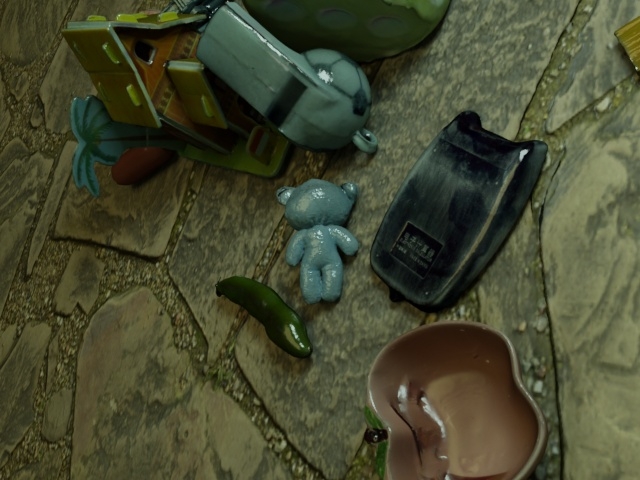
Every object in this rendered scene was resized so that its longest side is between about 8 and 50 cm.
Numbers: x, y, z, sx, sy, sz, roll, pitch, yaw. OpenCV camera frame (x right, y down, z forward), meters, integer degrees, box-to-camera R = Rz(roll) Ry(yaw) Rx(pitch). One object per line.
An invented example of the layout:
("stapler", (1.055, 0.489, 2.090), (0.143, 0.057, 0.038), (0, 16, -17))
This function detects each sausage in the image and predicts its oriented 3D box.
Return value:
("sausage", (-0.353, -0.160, 1.381), (0.154, 0.062, 0.062), (-27, 55, 30))

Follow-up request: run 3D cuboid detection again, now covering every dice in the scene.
("dice", (0.038, -0.422, 1.021), (0.250, 0.252, 0.254), (1, 74, 42))

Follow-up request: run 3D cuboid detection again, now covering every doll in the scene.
("doll", (0.000, 0.000, 1.005), (0.120, 0.075, 0.179), (-4, 87, 1))

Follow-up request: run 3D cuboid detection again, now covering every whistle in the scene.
("whistle", (-0.026, -0.228, 1.028), (0.290, 0.163, 0.163), (43, 104, 5))

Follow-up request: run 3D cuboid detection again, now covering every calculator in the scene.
("calculator", (0.162, -0.034, 0.892), (0.177, 0.040, 0.268), (38, 102, 46))

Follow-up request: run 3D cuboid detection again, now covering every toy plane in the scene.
("toy plane", (-0.213, -0.503, 1.382), (0.326, 0.104, 0.223), (-40, 76, 17))

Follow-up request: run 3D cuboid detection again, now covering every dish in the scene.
("dish", (0.151, 0.195, 0.759), (0.213, 0.090, 0.213), (-17, 61, 33))

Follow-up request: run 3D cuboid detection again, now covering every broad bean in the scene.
("broad bean", (-0.084, 0.102, 1.038), (0.254, 0.046, 0.065), (30, 99, 46))

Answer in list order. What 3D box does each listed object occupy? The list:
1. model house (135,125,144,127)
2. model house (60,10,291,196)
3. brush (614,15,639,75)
("model house", (-0.348, -0.262, 1.352), (0.165, 0.106, 0.152), (-50, 21, -27))
("model house", (-0.254, -0.210, 1.133), (0.300, 0.324, 0.340), (18, 84, 45))
("brush", (0.482, -0.292, 0.732), (0.337, 0.020, 0.085), (-31, 53, 27))
